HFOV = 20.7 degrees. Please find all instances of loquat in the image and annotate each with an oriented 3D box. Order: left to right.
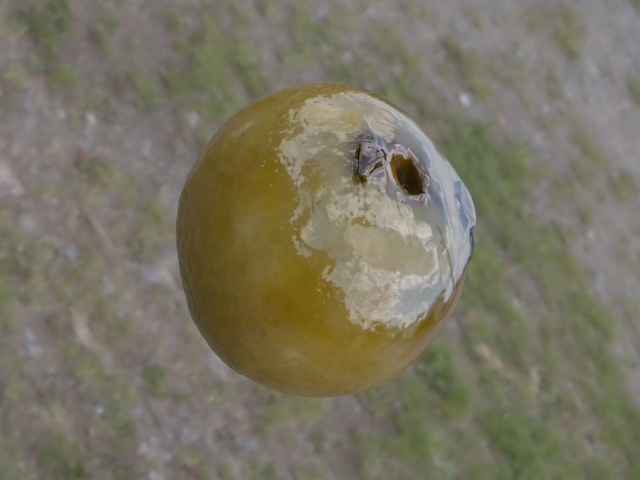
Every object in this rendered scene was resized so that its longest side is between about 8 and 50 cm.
[{"bbox_3d":[0.000,0.000,0.836,0.137,0.163,0.163,-9,70,-34],"label":"loquat"}]
